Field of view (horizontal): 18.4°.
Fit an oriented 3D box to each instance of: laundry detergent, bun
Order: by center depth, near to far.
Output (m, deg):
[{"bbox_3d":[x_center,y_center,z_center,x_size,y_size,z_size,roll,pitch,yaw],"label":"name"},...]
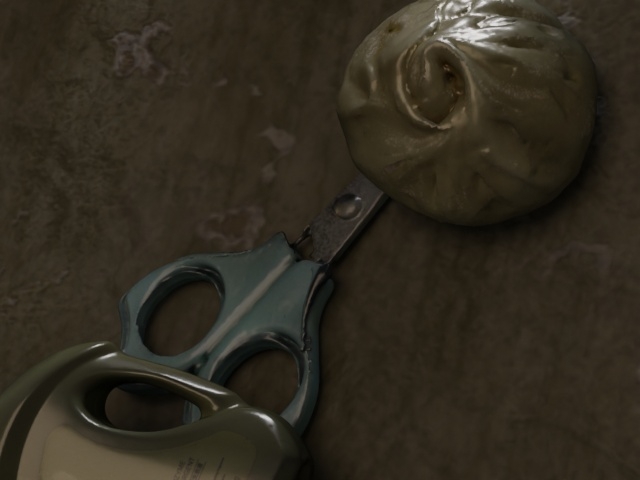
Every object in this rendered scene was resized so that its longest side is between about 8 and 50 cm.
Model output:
[{"bbox_3d":[-0.144,0.165,1.346,0.253,0.091,0.181,19,86,14],"label":"laundry detergent"},{"bbox_3d":[0.099,-0.103,1.354,0.183,0.102,0.183,-4,71,11],"label":"bun"}]

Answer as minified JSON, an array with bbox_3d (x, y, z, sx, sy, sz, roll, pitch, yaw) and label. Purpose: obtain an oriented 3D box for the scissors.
[{"bbox_3d":[-0.001,-0.001,1.419,0.360,0.029,0.191,-49,55,2],"label":"scissors"}]
